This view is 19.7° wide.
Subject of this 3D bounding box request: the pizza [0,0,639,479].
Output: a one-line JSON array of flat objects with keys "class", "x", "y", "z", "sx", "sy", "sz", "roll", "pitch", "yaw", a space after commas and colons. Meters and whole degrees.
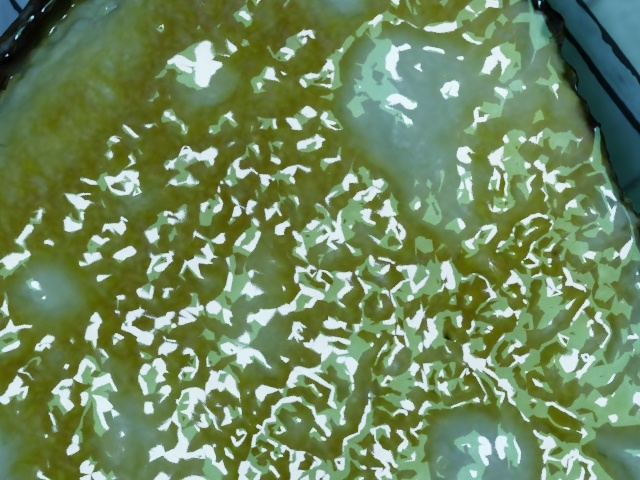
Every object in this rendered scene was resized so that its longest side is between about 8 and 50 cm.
[{"class": "pizza", "x": -0.026, "y": -0.019, "z": 0.804, "sx": 0.435, "sy": 0.080, "sz": 0.392, "roll": 5, "pitch": 81, "yaw": 10}]
